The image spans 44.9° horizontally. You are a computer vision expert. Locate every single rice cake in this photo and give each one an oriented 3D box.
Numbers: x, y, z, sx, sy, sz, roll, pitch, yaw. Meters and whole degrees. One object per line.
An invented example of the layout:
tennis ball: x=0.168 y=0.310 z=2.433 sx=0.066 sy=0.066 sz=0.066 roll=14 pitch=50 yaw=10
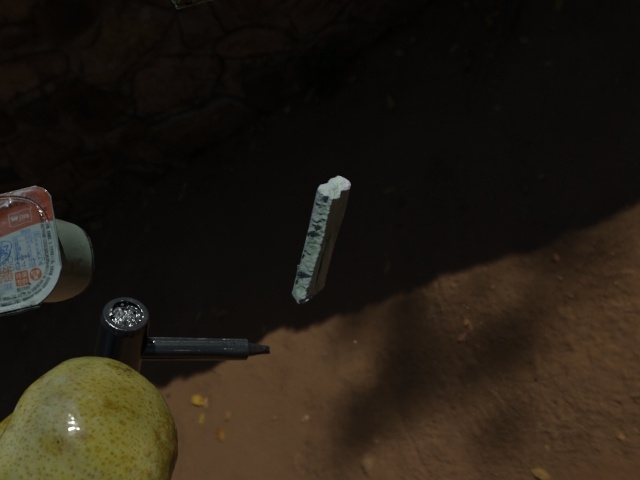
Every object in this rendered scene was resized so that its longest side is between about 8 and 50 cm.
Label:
rice cake: x=0.000 y=0.000 z=1.373 sx=0.040 sy=0.085 sz=0.226 roll=23 pitch=114 yaw=20

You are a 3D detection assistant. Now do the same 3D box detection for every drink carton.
drink carton: x=-0.484 y=0.032 z=1.277 sx=0.185 sy=0.189 sz=0.191 roll=-13 pitch=82 yaw=2

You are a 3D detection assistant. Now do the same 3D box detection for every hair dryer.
hair dryer: x=-0.191 y=0.143 z=1.103 sx=0.070 sy=0.255 sz=0.128 roll=-109 pitch=28 yaw=-43

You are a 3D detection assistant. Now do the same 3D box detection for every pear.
pear: x=-0.192 y=0.176 z=0.619 sx=0.167 sy=0.136 sz=0.167 roll=-50 pitch=17 yaw=22

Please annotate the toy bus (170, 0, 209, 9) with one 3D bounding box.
toy bus: x=-0.091 y=-0.296 z=0.681 sx=0.101 sy=0.088 sz=0.175 roll=56 pitch=142 yaw=6
